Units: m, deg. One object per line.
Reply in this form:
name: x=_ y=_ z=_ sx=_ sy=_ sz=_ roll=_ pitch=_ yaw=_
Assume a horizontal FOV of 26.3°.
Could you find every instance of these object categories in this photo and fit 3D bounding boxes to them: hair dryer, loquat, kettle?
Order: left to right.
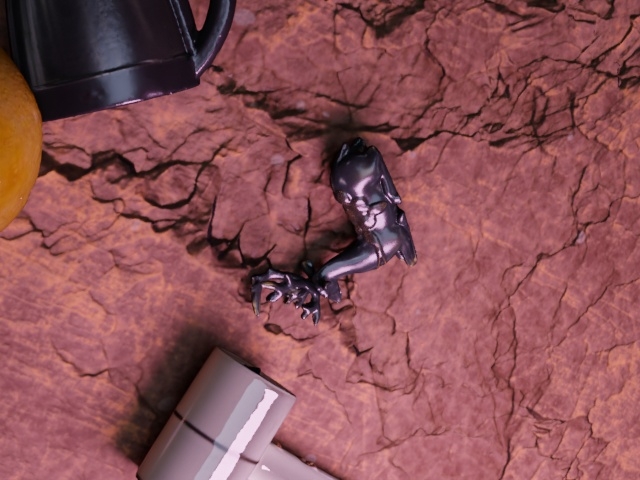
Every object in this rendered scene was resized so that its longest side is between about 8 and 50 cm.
loquat: x=-0.422 y=-0.109 z=1.463 sx=0.263 sy=0.263 sz=0.263 roll=-6 pitch=105 yaw=-23
kettle: x=-0.246 y=-0.284 z=1.522 sx=0.207 sy=0.251 sz=0.271 roll=-24 pitch=104 yaw=-49
hair dryer: x=-0.053 y=0.304 z=1.819 sx=0.362 sy=0.128 sz=0.203 roll=34 pitch=86 yaw=-35

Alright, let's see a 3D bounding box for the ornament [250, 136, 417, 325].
ornament: x=0.000 y=0.000 z=1.780 sx=0.236 sy=0.080 sz=0.202 roll=-31 pitch=117 yaw=-15
